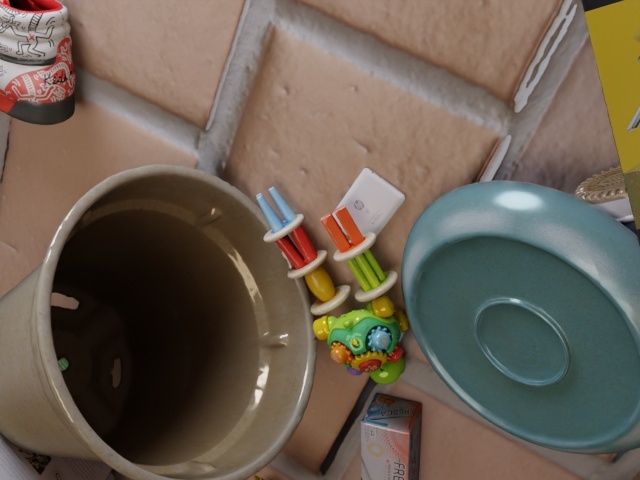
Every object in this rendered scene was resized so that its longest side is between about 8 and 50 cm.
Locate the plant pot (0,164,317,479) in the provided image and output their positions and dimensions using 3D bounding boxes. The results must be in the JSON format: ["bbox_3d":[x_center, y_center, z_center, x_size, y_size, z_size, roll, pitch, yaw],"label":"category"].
[{"bbox_3d":[-0.227,0.119,0.951,0.305,0.334,0.334,-20,108,44],"label":"plant pot"}]

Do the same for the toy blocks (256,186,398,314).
[{"bbox_3d":[0.000,0.000,0.908,0.123,0.054,0.148,-21,108,40],"label":"toy blocks"}]

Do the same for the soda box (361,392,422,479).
[{"bbox_3d":[0.086,0.280,1.031,0.062,0.058,0.183,9,120,19],"label":"soda box"}]

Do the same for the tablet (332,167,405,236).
[{"bbox_3d":[0.049,-0.034,0.902,0.054,0.006,0.083,36,125,2],"label":"tablet"}]

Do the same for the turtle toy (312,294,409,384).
[{"bbox_3d":[0.056,0.118,0.934,0.095,0.066,0.130,-22,146,17],"label":"turtle toy"}]

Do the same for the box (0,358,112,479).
[{"bbox_3d":[-0.371,0.254,1.063,0.058,0.322,0.232,-32,101,12],"label":"box"}]

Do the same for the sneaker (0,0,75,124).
[{"bbox_3d":[-0.398,-0.233,0.940,0.270,0.090,0.145,17,122,11],"label":"sneaker"}]

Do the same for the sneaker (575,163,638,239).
[{"bbox_3d":[0.376,-0.010,0.712,0.282,0.099,0.153,-13,108,35],"label":"sneaker"}]

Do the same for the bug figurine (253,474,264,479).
[{"bbox_3d":[-0.129,0.325,1.095,0.279,0.072,0.216,37,159,-5],"label":"bug figurine"}]

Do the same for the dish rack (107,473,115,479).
[{"bbox_3d":[-0.391,0.329,1.133,0.072,0.333,0.286,-35,101,7],"label":"dish rack"}]

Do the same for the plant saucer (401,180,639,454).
[{"bbox_3d":[0.204,0.091,0.823,0.317,0.043,0.318,26,135,29],"label":"plant saucer"}]

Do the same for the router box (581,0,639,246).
[{"bbox_3d":[0.355,-0.123,0.569,0.308,0.081,0.243,-14,92,38],"label":"router box"}]
